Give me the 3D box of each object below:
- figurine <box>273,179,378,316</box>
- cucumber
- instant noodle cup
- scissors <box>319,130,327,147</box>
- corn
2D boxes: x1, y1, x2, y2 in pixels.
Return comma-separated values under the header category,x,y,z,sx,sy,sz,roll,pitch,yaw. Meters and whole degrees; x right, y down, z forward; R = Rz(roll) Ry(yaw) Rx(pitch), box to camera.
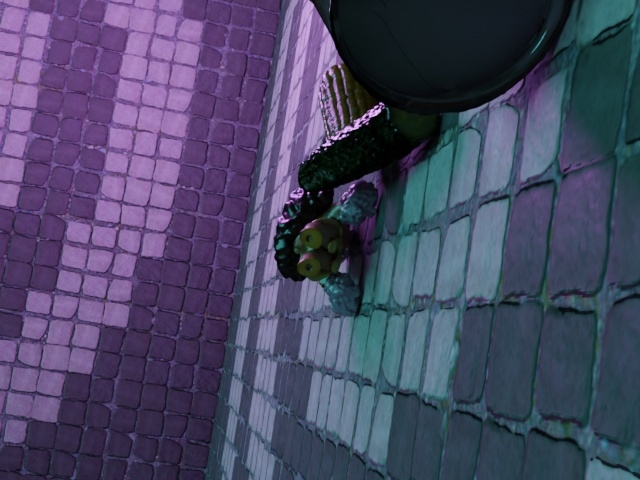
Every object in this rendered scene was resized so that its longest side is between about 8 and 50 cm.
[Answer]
category,x,y,z,sx,sy,sz,roll,pitch,yaw
figurine,-0.001,0.000,1.202,0.240,0.115,0.175,-129,49,-78
cucumber,0.042,-0.103,1.065,0.293,0.067,0.068,155,125,-65
instant noodle cup,0.075,-0.222,0.717,0.207,0.217,0.217,-103,24,-51
scissors,0.012,-0.118,1.569,0.100,0.015,0.189,121,156,-60
corn,0.041,-0.165,1.241,0.238,0.080,0.080,-98,19,-53
